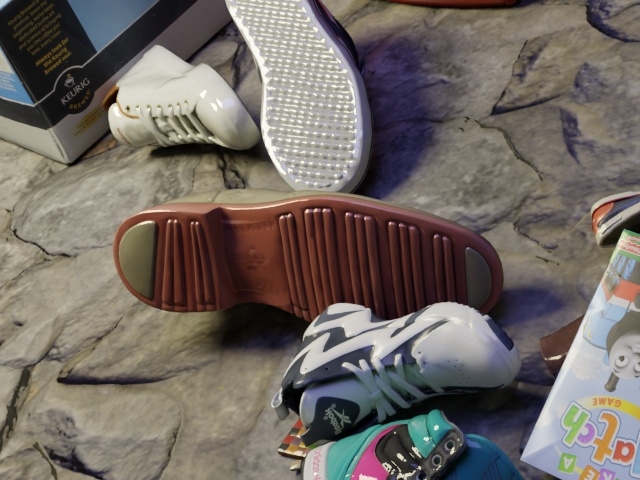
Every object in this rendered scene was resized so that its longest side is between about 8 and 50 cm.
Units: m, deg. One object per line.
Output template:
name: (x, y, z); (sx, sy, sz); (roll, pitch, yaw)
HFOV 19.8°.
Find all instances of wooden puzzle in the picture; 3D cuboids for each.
wooden puzzle: (-0.007, 0.179, 1.670); (0.049, 0.006, 0.083); (8, 48, 38)

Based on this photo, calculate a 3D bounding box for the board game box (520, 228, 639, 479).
board game box: (0.270, 0.112, 1.468); (0.160, 0.039, 0.211); (22, 87, 43)

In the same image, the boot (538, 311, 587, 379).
boot: (0.309, 0.107, 1.523); (0.207, 0.090, 0.248); (-37, 39, 9)

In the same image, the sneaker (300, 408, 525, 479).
sneaker: (0.087, 0.241, 1.446); (0.178, 0.124, 0.295); (-28, 33, 15)

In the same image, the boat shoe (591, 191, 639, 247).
boat shoe: (0.316, -0.030, 1.691); (0.137, 0.049, 0.043); (-19, 40, 15)

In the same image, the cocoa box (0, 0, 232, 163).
cocoa box: (-0.301, -0.305, 2.265); (0.231, 0.228, 0.347); (20, 56, 45)

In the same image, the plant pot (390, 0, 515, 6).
plant pot: (0.170, -0.423, 2.109); (0.236, 0.267, 0.267); (29, 62, 36)

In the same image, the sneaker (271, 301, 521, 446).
sneaker: (0.053, 0.130, 1.609); (0.235, 0.094, 0.153); (8, 44, 39)

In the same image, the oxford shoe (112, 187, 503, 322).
oxford shoe: (0.000, 0.000, 1.783); (0.397, 0.140, 0.146); (7, 22, 23)

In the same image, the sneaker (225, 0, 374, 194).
sneaker: (-0.005, -0.166, 2.013); (0.126, 0.127, 0.321); (-25, 60, 13)

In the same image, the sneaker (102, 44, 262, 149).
sneaker: (-0.164, -0.136, 2.089); (0.123, 0.106, 0.290); (-40, 27, -12)
